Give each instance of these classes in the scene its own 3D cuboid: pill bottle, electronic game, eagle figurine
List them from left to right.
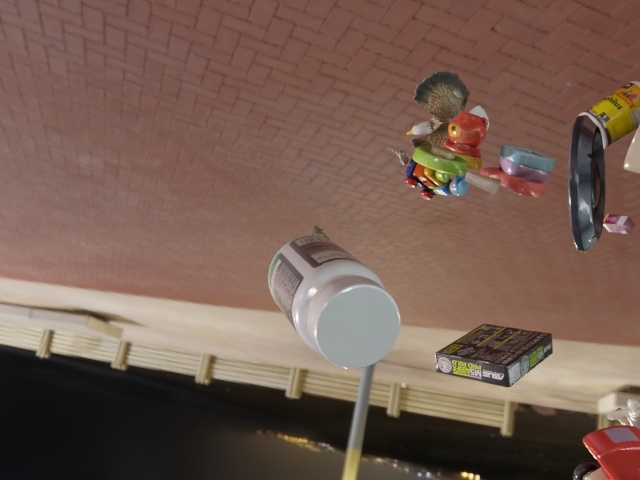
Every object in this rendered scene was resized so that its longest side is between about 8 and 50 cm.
[{"bbox_3d":[0.021,0.122,1.333,0.204,0.204,0.361,18,-172,-20],"label":"pill bottle"},{"bbox_3d":[0.351,-0.337,1.780,0.226,0.225,0.298,43,-169,3],"label":"eagle figurine"},{"bbox_3d":[0.442,-0.094,1.047,0.048,0.229,0.229,1,159,31],"label":"electronic game"},{"bbox_3d":[0.813,-0.346,1.678,0.215,0.117,0.117,-33,153,3],"label":"pill bottle"}]

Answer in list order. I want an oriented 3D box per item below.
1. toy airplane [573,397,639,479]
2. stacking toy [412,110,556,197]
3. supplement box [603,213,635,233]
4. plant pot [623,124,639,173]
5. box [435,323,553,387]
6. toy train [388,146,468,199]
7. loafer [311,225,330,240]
[{"bbox_3d":[0.755,0.492,1.281,0.386,0.272,0.384,37,-165,31],"label":"toy airplane"},{"bbox_3d":[0.388,-0.216,1.483,0.309,0.130,0.279,29,-157,35],"label":"stacking toy"},{"bbox_3d":[1.021,-0.056,2.140,0.055,0.043,0.083,42,166,-28],"label":"supplement box"},{"bbox_3d":[0.938,-0.276,1.596,0.191,0.284,0.284,31,172,28],"label":"plant pot"},{"bbox_3d":[0.477,0.307,1.710,0.216,0.060,0.270,2,-167,43],"label":"box"},{"bbox_3d":[0.319,-0.205,1.841,0.143,0.105,0.248,15,169,48],"label":"toy train"},{"bbox_3d":[0.000,0.000,1.670,0.050,0.056,0.148,13,167,2],"label":"loafer"}]
